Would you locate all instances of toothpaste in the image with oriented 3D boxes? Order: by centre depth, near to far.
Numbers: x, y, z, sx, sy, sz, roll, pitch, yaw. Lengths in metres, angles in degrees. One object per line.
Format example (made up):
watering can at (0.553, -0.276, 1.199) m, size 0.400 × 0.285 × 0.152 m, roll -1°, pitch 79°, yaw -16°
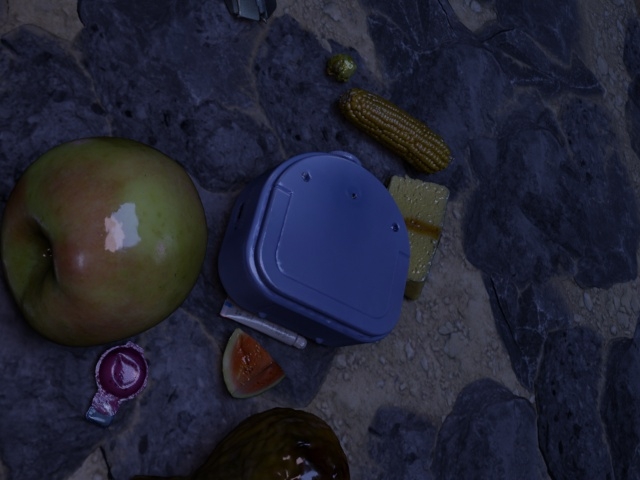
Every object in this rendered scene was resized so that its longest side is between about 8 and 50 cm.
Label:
toothpaste at (-0.108, 0.163, 1.499) m, size 0.190 × 0.031 × 0.048 m, roll 30°, pitch 63°, yaw -24°

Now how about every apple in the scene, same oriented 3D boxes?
apple at (-0.326, -0.002, 1.204) m, size 0.277 × 0.319 × 0.319 m, roll -11°, pitch 84°, yaw -52°

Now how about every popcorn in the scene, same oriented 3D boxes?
popcorn at (0.051, -0.392, 1.763) m, size 0.083 × 0.068 × 0.060 m, roll 4°, pitch 99°, yaw -74°

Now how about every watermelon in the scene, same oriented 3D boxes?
watermelon at (-0.110, 0.231, 1.436) m, size 0.135 × 0.094 × 0.125 m, roll 21°, pitch 57°, yaw -36°

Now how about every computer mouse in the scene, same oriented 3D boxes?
computer mouse at (-0.163, -0.570, 1.640) m, size 0.126 × 0.071 × 0.231 m, roll -27°, pitch 94°, yaw -39°

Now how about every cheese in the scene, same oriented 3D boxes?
cheese at (-0.339, 0.239, 1.292) m, size 0.095 × 0.038 × 0.145 m, roll 35°, pitch 64°, yaw -23°

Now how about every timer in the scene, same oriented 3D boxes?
timer at (0.000, 0.000, 1.534) m, size 0.394 × 0.173 × 0.395 m, roll 11°, pitch 71°, yaw -33°

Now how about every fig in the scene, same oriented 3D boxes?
fig at (-0.140, 0.427, 1.292) m, size 0.368 × 0.286 × 0.287 m, roll -2°, pitch 77°, yaw -7°

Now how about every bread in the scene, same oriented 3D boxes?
bread at (0.215, -0.009, 1.750) m, size 0.178 × 0.141 × 0.266 m, roll 42°, pitch 56°, yaw -40°

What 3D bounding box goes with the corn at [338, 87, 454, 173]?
corn at (0.173, -0.259, 1.792) m, size 0.312 × 0.102 × 0.102 m, roll 32°, pitch 60°, yaw -25°
